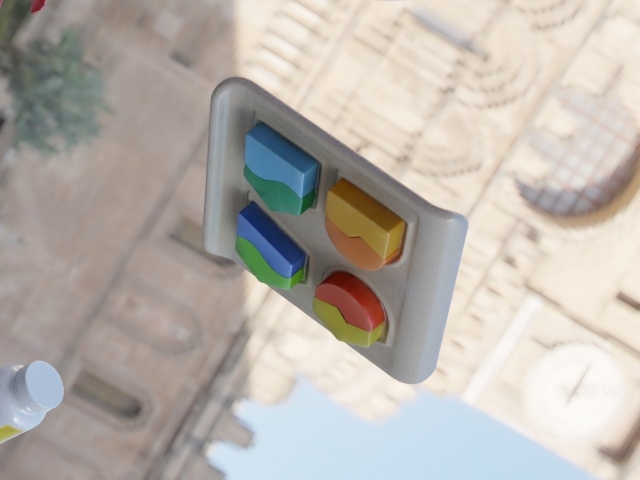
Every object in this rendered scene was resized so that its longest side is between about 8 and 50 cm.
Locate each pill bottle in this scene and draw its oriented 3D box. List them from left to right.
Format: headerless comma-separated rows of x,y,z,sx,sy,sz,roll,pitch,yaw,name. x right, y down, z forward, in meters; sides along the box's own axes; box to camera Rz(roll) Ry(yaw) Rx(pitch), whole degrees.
-0.299,0.155,1.715,0.116,0.065,0.065,-26,-149,33,pill bottle

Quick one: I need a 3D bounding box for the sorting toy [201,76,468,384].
0.000,0.000,1.303,0.038,0.208,0.193,-44,156,-34,sorting toy

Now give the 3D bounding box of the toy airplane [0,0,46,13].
-0.223,-0.197,1.327,0.151,0.028,0.151,-16,-115,36,toy airplane
